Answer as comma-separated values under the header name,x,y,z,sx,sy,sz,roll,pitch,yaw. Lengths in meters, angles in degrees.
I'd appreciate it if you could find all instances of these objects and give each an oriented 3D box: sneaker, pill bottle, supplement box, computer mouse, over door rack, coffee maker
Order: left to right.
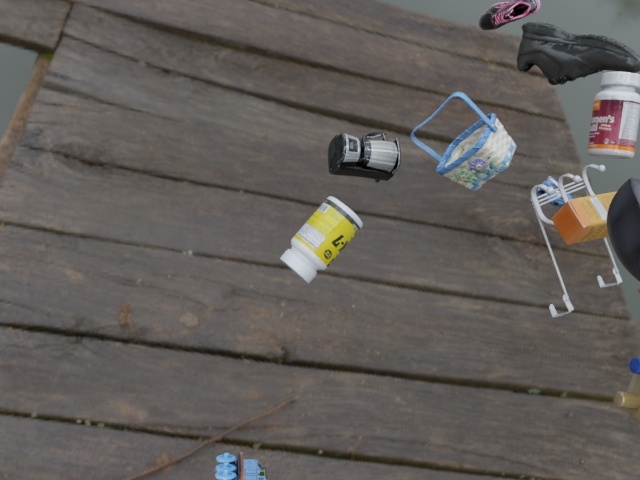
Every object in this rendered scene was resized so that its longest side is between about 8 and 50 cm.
name,x,y,z,sx,sy,sz,roll,pitch,yaw
pill bottle,0.000,0.000,1.808,0.119,0.119,0.208,40,85,11
coffee maker,0.113,-0.221,1.983,0.178,0.171,0.120,5,47,-18
sneaker,0.353,-0.429,1.339,0.047,0.119,0.057,63,37,-16
sneaker,0.652,-0.112,1.932,0.059,0.053,0.144,-38,50,4
sneaker,0.581,-0.408,1.604,0.286,0.130,0.109,25,19,35
over door rack,0.636,-0.004,1.699,0.240,0.108,0.324,-20,101,-34
supplement box,0.638,-0.056,1.572,0.234,0.078,0.080,-11,61,-23
pill bottle,0.798,-0.336,1.911,0.121,0.121,0.221,4,95,-18
computer mouse,0.441,0.034,0.914,0.272,0.072,0.188,44,33,-26

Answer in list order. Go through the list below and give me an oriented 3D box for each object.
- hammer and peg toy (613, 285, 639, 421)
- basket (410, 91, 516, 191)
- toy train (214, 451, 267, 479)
name,x,y,z,sx,sy,sz,roll,pitch,yaw
hammer and peg toy,0.791,0.255,1.531,0.128,0.361,0.266,11,10,-15
basket,0.466,-0.319,2.279,0.289,0.255,0.201,41,51,-6
toy train,-0.159,0.481,1.412,0.105,0.184,0.080,4,91,-7
